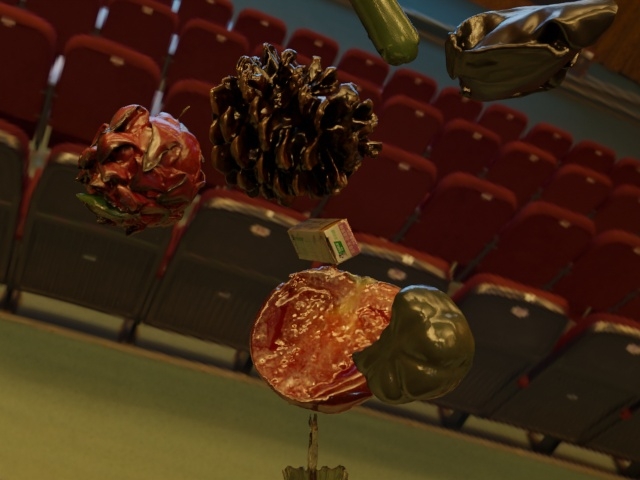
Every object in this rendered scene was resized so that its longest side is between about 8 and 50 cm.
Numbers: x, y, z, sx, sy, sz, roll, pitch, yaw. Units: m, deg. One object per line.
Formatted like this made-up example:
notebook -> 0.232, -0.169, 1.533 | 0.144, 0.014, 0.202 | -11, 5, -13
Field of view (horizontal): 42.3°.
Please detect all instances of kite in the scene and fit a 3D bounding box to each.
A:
kite -> -0.010, 0.419, 1.352 | 0.013, 0.323, 0.267 | 5, 73, -20

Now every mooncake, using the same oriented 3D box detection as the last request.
mooncake -> 0.128, 0.149, 1.185 | 0.168, 0.175, 0.104 | 12, 6, 44

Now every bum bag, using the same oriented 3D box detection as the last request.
bum bag -> 0.188, -0.181, 0.795 | 0.142, 0.079, 0.326 | -13, 1, 9

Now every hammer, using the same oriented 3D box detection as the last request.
hammer -> 0.027, -0.362, 1.014 | 0.335, 0.206, 0.119 | 61, 3, 1

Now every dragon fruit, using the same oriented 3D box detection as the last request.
dragon fruit -> -0.311, -0.149, 1.494 | 0.234, 0.234, 0.293 | 23, 59, -6

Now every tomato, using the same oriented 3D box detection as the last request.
tomato -> 0.030, 0.201, 1.474 | 0.309, 0.170, 0.309 | -2, 53, 3

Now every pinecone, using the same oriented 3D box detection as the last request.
pinecone -> -0.039, -0.164, 1.233 | 0.257, 0.243, 0.243 | 16, 30, -4

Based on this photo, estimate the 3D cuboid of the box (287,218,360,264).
box -> 0.000, 0.000, 1.149 | 0.041, 0.050, 0.207 | -27, 8, -13
